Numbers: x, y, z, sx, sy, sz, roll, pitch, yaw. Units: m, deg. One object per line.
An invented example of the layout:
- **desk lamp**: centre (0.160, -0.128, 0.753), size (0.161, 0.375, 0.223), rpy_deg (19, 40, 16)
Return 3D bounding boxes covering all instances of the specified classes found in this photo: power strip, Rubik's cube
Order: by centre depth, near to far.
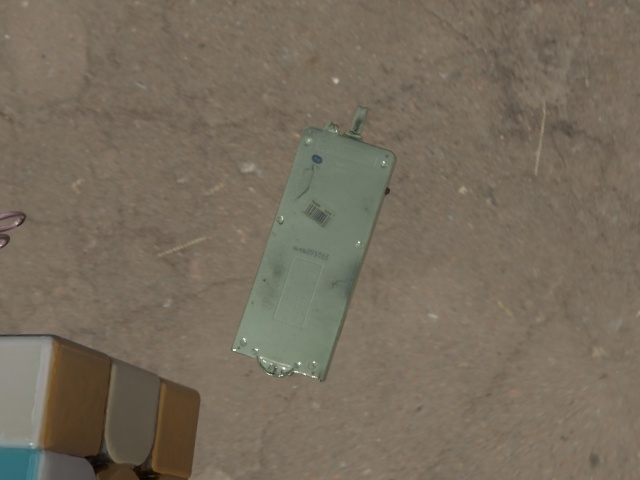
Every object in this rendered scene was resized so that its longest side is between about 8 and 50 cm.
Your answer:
- **power strip**: centre (0.000, 0.000, 0.481), size (0.050, 0.019, 0.136), rpy_deg (16, 85, 9)
- **Rubik's cube**: centre (-0.370, 0.301, 1.126), size (0.346, 0.347, 0.345), rpy_deg (-2, 71, 18)

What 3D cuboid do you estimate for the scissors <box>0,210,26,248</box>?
- **scissors**: centre (-0.400, 0.003, 1.074), size (0.085, 0.176, 0.022), rpy_deg (-40, 74, 38)
